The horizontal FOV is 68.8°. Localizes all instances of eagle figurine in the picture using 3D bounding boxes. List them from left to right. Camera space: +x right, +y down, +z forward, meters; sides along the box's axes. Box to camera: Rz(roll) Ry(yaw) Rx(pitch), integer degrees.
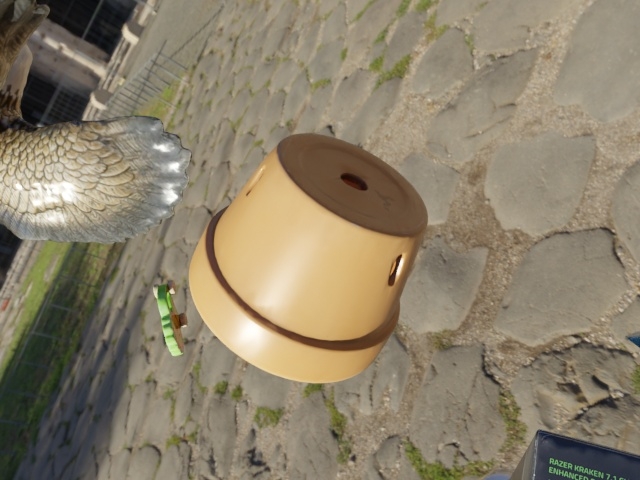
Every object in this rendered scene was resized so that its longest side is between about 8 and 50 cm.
[{"bbox_3d":[-0.303,-0.100,0.431,0.298,0.226,0.225,19,119,36],"label":"eagle figurine"}]

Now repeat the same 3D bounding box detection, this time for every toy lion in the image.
[{"bbox_3d":[-0.231,0.123,0.721,0.096,0.034,0.100,-125,22,-66],"label":"toy lion"}]

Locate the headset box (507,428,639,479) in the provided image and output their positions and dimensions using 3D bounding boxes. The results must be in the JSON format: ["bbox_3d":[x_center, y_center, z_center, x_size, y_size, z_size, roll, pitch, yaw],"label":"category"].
[{"bbox_3d":[0.189,0.293,0.320,0.131,0.246,0.283,8,59,22],"label":"headset box"}]

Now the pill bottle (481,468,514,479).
[{"bbox_3d":[0.518,0.740,1.299,0.176,0.318,0.176,-9,66,21],"label":"pill bottle"}]

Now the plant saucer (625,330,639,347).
[{"bbox_3d":[0.433,0.164,0.507,0.192,0.067,0.018,40,93,23],"label":"plant saucer"}]

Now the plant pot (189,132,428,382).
[{"bbox_3d":[0.000,0.000,0.603,0.203,0.291,0.291,-61,29,32],"label":"plant pot"}]
